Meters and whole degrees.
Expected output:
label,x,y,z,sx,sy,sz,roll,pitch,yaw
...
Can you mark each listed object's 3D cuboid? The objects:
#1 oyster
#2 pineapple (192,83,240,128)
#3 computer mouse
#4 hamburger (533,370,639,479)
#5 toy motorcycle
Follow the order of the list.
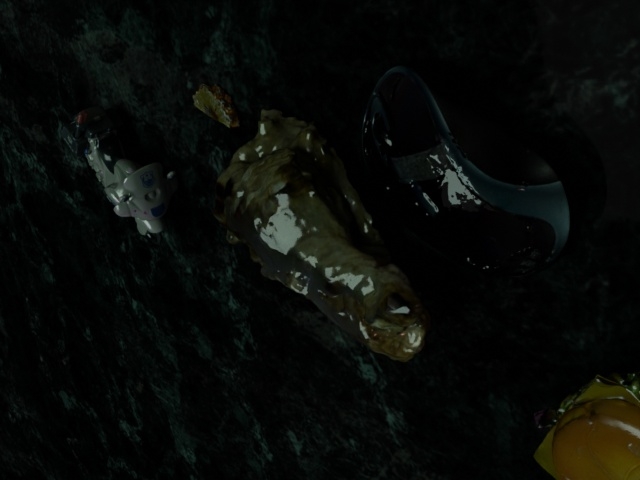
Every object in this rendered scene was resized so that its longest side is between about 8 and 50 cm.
label,x,y,z,sx,sy,sz,roll,pitch,yaw
oyster,-0.003,0.006,0.809,0.337,0.133,0.198,41,144,28
pineapple,-0.132,-0.172,0.922,0.083,0.019,0.045,36,137,31
computer mouse,0.118,-0.055,0.669,0.233,0.096,0.137,45,138,16
hamburger,0.279,0.188,0.645,0.164,0.093,0.189,51,138,15
toy motorcycle,-0.285,-0.102,1.067,0.221,0.102,0.150,54,152,8
